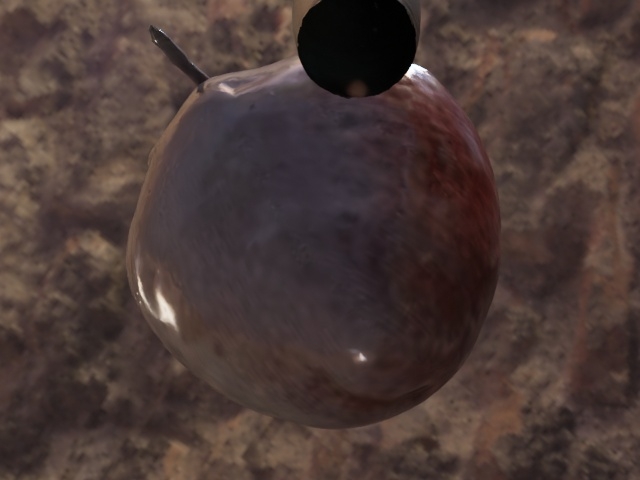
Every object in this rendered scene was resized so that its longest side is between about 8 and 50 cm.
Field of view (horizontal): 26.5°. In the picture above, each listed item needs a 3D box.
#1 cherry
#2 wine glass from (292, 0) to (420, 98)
[{"bbox_3d":[-0.012,0.006,1.137,0.326,0.291,0.334,-12,-129,19],"label":"cherry"},{"bbox_3d":[0.019,-0.126,0.645,0.066,0.066,0.198,-35,-157,18],"label":"wine glass"}]
